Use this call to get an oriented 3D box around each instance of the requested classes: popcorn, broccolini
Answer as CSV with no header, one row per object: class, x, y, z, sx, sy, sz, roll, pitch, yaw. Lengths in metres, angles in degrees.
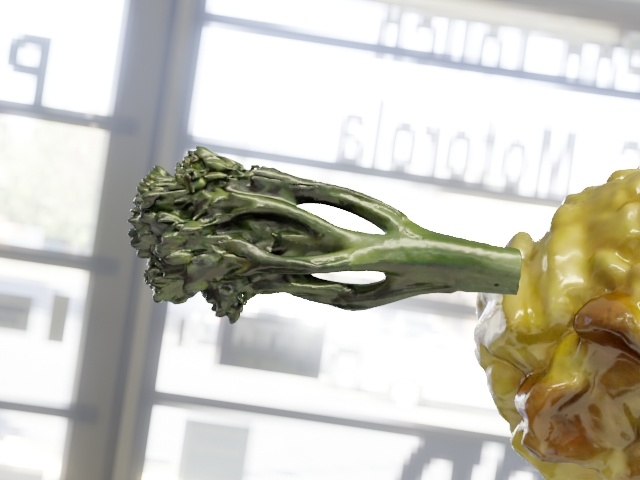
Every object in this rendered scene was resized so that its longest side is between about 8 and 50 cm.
popcorn,0.259,0.044,1.534,0.225,0.332,0.265,44,-38,3
broccolini,-0.002,0.002,0.997,0.202,0.091,0.068,5,6,19
